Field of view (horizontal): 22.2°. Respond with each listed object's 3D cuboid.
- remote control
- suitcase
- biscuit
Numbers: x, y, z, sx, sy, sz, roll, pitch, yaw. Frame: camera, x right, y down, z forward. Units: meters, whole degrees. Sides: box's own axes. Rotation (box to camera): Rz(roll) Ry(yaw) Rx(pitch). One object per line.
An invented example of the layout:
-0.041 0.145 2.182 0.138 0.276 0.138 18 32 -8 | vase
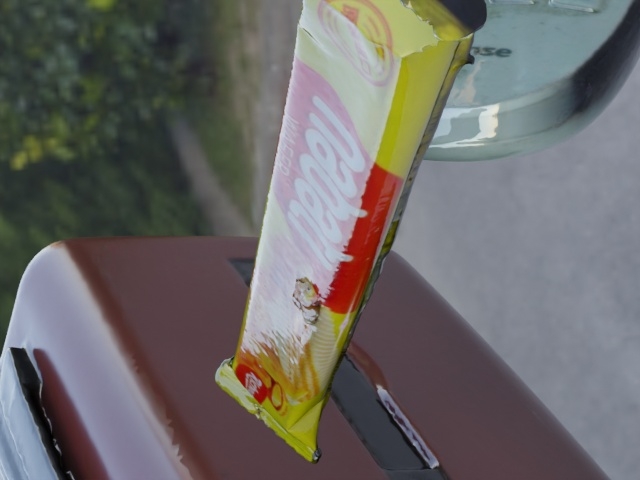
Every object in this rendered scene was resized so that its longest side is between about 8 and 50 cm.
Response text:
0.079 -0.099 0.547 0.256 0.097 0.045 -58 -36 -43 | remote control
-0.013 0.122 0.718 0.297 0.236 0.161 50 133 52 | suitcase
0.000 0.000 0.449 0.048 0.026 0.292 48 158 15 | biscuit
